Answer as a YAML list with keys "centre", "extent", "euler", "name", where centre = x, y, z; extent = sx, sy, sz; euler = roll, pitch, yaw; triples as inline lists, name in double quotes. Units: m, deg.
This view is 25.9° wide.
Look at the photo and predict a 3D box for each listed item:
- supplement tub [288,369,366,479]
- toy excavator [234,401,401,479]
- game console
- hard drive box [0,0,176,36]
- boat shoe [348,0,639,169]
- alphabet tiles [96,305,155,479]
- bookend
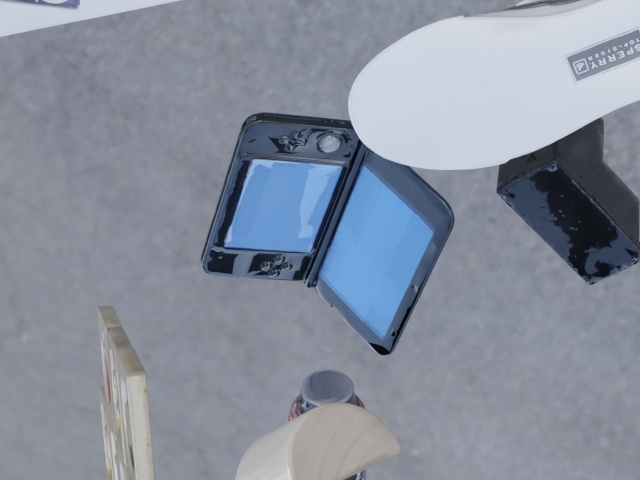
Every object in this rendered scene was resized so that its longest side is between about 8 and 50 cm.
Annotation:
- centre: [0.010, 0.265, 1.847]
  extent: [0.106, 0.106, 0.198]
  euler: [20, 133, 24]
  name: "supplement tub"
- centre: [0.153, 0.361, 1.158]
  extent: [0.445, 0.432, 0.222]
  euler: [12, 148, -38]
  name: "toy excavator"
- centre: [0.000, 0.000, 1.822]
  extent: [0.250, 0.173, 0.293]
  euler: [3, 134, -19]
  name: "game console"
- centre: [-0.229, -0.319, 1.404]
  extent: [0.232, 0.089, 0.181]
  euler: [-12, 106, 4]
  name: "hard drive box"
- centre: [0.168, -0.131, 1.001]
  extent: [0.301, 0.102, 0.108]
  euler: [-20, 96, 8]
  name: "boat shoe"
- centre: [-0.086, 0.213, 0.693]
  extent: [0.285, 0.011, 0.342]
  euler: [-149, 54, -75]
  name: "alphabet tiles"
- centre: [0.260, -0.067, 1.425]
  extent: [0.072, 0.157, 0.156]
  euler: [-30, 121, 34]
  name: "bookend"
